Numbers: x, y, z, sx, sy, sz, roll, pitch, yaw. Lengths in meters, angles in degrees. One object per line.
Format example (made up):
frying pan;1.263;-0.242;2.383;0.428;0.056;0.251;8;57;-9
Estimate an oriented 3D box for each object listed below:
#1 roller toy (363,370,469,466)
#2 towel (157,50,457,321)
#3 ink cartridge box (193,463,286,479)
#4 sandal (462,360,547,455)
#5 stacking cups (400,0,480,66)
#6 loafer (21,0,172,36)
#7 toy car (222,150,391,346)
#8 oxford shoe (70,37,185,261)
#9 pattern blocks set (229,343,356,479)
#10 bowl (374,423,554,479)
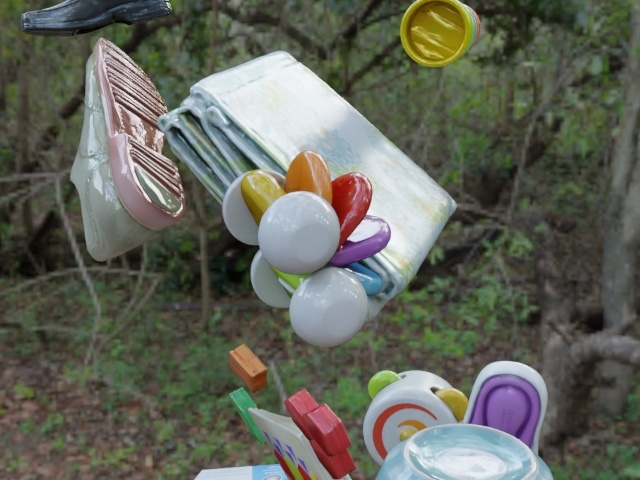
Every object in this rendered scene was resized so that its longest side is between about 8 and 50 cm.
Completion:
roller toy;0.189;0.370;1.950;0.209;0.191;0.146;6;14;13
towel;-0.001;-0.081;1.171;0.320;0.090;0.374;44;25;0
ink cartridge box;-0.113;0.462;1.309;0.198;0.197;0.270;-12;20;30
sandal;0.298;0.395;1.668;0.169;0.416;0.102;4;27;17
stacking cups;0.184;-0.305;1.434;0.096;0.096;0.316;2;11;12
loafer;-0.256;-0.268;1.100;0.170;0.061;0.062;-16;11;-22
toy car;0.000;0.000;0.925;0.136;0.182;0.159;-28;26;-15
oxford shoe;-0.303;-0.141;1.381;0.140;0.146;0.397;37;25;-39
pattern blocks set;-0.003;0.223;0.922;0.026;0.285;0.325;-32;17;-18
bowl;0.194;0.358;1.309;0.312;0.163;0.311;1;17;0
